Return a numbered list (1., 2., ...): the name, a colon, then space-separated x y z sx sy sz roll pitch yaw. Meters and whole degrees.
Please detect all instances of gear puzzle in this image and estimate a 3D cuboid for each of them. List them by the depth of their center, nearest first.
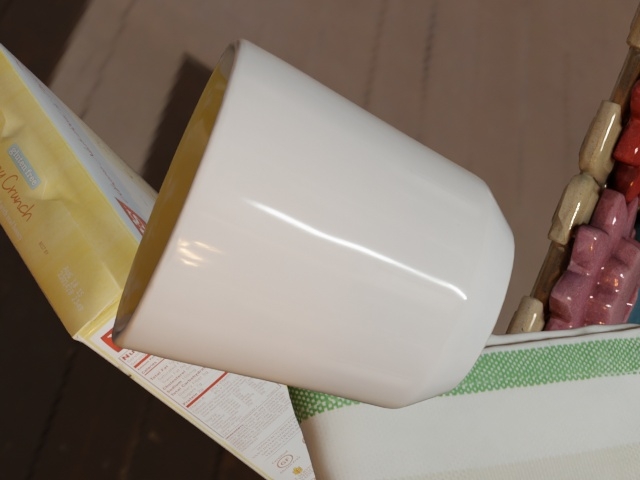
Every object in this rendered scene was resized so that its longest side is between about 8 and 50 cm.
1. gear puzzle: 0.170 -0.087 0.770 0.044 0.339 0.175 22 -3 20

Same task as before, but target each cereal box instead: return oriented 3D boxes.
1. cereal box: -0.069 0.023 0.829 0.173 0.047 0.240 51 3 38

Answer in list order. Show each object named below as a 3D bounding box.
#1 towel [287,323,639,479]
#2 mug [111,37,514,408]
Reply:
1. towel: 0.054 0.093 0.404 0.113 0.023 0.152 -2 69 -34
2. mug: 0.001 -0.002 0.360 0.064 0.062 0.078 21 27 -9
